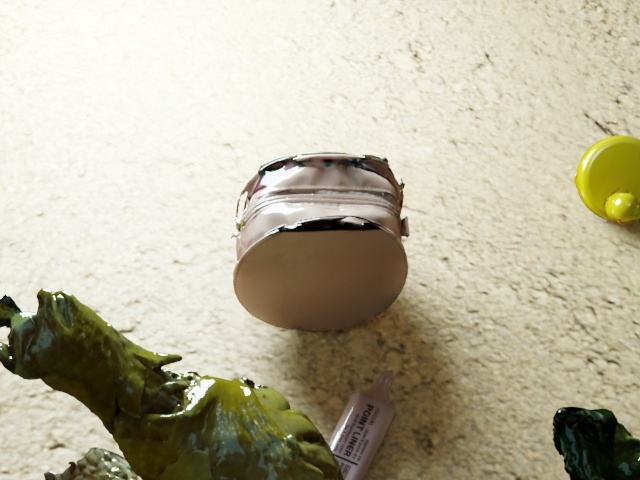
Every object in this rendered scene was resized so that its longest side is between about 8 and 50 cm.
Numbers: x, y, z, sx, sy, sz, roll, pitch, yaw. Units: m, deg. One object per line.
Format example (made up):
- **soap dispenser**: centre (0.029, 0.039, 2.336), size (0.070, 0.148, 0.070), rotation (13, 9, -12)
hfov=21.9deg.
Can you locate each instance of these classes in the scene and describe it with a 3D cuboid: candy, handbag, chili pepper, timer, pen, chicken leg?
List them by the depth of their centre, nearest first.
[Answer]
- **chicken leg**: centre (-0.143, 0.183, 1.596), size (0.429, 0.152, 0.201), rotation (37, 51, -13)
- **candy**: centre (-0.220, 0.264, 1.630), size (0.095, 0.085, 0.110), rotation (-38, 52, 13)
- **chili pepper**: centre (0.350, 0.279, 1.697), size (0.264, 0.116, 0.148), rotation (34, 14, 27)
- **pen**: centre (0.039, 0.211, 1.751), size (0.053, 0.032, 0.197), rotation (20, 51, 9)
- **handbag**: centre (0.000, -0.001, 1.835), size (0.205, 0.179, 0.116), rotation (-1, 43, -11)
- **timer**: centre (0.362, -0.073, 1.992), size (0.107, 0.109, 0.107), rotation (0, 92, -3)
